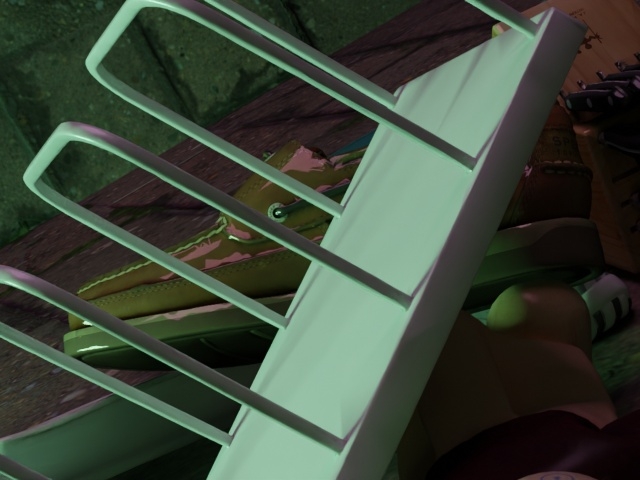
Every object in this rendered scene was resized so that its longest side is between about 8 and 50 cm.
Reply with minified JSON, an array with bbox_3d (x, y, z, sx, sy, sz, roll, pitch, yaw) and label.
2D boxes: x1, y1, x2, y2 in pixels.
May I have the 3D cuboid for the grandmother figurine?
[{"bbox_3d":[0.078,0.102,0.707,0.208,0.104,0.342,-37,8,3],"label":"grandmother figurine"}]

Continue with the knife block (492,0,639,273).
[{"bbox_3d":[0.200,-0.029,1.050,0.088,0.242,0.275,-25,-31,-11],"label":"knife block"}]

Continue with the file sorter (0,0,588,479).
[{"bbox_3d":[-0.047,0.003,0.750,0.277,0.173,0.193,-65,13,-13],"label":"file sorter"}]

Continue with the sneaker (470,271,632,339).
[{"bbox_3d":[0.083,0.000,1.040,0.086,0.132,0.229,-35,13,-31],"label":"sneaker"}]

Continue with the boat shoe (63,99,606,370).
[{"bbox_3d":[0.000,0.000,0.945,0.307,0.104,0.111,-13,-13,14],"label":"boat shoe"}]

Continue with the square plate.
[{"bbox_3d":[-0.201,0.146,1.110,0.347,0.049,0.344,-21,-4,32],"label":"square plate"}]

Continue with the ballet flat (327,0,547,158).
[{"bbox_3d":[0.120,-0.071,1.323,0.348,0.123,0.123,-37,14,-23],"label":"ballet flat"}]
